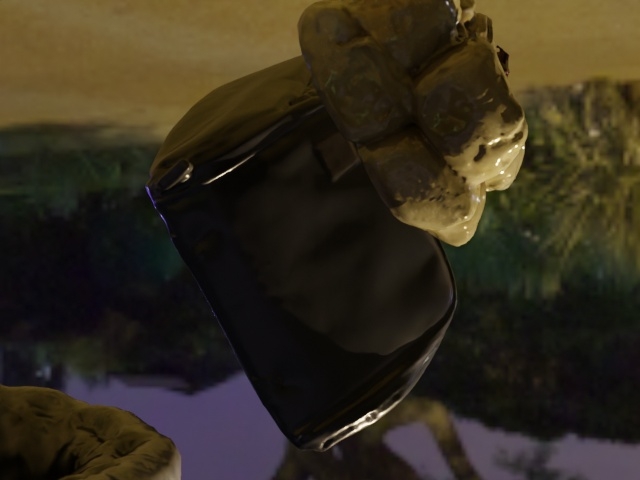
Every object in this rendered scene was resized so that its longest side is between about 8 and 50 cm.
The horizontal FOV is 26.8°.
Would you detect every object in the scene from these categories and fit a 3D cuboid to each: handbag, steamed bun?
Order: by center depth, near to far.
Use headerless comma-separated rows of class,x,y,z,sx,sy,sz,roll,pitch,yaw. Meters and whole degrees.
steamed bun,0.078,-0.096,0.873,0.106,0.192,0.177,-25,176,20
handbag,0.003,-0.002,1.148,0.178,0.301,0.275,-25,-169,12

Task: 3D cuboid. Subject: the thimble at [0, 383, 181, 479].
thimble,-0.183,0.144,0.523,0.246,0.157,0.217,5,-174,-25
